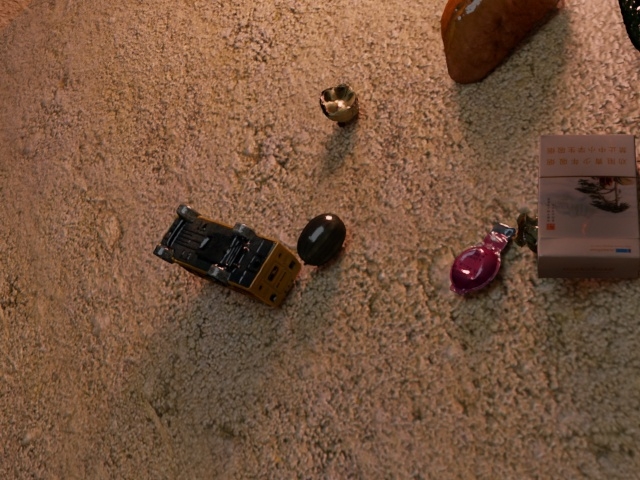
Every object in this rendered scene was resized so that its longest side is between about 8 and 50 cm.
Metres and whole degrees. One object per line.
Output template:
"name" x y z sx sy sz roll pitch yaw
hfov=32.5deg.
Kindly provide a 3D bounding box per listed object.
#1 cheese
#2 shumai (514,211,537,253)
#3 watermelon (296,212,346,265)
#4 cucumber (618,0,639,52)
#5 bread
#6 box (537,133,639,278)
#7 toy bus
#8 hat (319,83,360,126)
"cheese" 0.264 0.030 1.799 0.145 0.038 0.095 -51 40 -11
"shumai" 0.345 -0.020 1.729 0.082 0.080 0.083 -26 43 24
"watermelon" 0.000 0.000 2.038 0.111 0.078 0.078 -53 40 -3
"cucumber" 0.538 -0.401 1.863 0.067 0.067 0.245 -20 49 31
"bread" 0.311 -0.422 2.035 0.260 0.134 0.129 -42 39 10
"box" 0.405 -0.054 1.669 0.149 0.067 0.233 0 56 13
"toy bus" -0.188 0.029 2.151 0.335 0.123 0.121 17 74 49
"hat" 0.042 -0.271 2.226 0.076 0.059 0.077 -23 49 6
